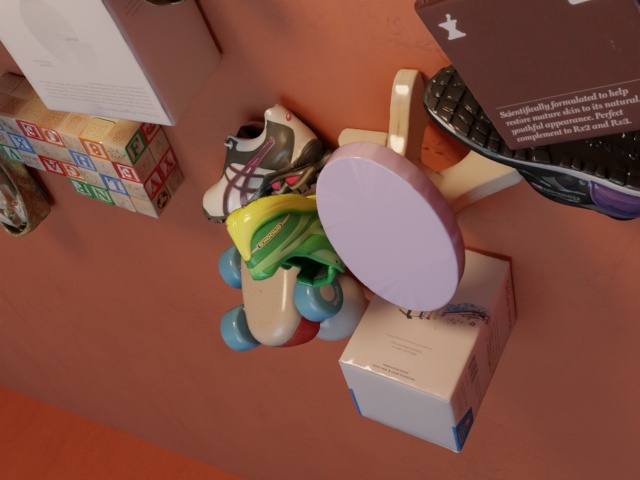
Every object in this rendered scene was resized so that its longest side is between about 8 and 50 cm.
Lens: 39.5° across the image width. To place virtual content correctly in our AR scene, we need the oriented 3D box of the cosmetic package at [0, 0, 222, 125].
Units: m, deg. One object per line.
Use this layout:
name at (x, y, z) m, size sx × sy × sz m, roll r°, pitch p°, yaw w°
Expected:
cosmetic package at (-0.279, -0.275, 1.104) m, size 0.224 × 0.138 × 0.225 m, roll 11°, pitch 145°, yaw 29°

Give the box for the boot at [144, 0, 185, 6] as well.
boot at (-0.221, -0.363, 0.893) m, size 0.112 × 0.115 × 0.305 m, roll -2°, pitch 148°, yaw 43°

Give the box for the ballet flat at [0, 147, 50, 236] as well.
ballet flat at (-0.606, -0.128, 1.649) m, size 0.123 × 0.123 × 0.349 m, roll 17°, pitch 149°, yaw 20°

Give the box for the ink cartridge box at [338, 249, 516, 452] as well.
ink cartridge box at (0.162, 0.144, 1.285) m, size 0.168 × 0.233 × 0.171 m, roll 16°, pitch 149°, yaw 26°

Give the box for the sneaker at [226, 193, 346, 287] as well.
sneaker at (0.000, 0.000, 1.192) m, size 0.109 × 0.295 × 0.124 m, roll -17°, pitch 83°, yaw 47°

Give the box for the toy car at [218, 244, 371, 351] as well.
toy car at (-0.006, 0.078, 1.431) m, size 0.238 × 0.210 × 0.219 m, roll 16°, pitch 149°, yaw -40°

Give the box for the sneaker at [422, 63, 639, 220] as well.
sneaker at (0.238, -0.092, 0.983) m, size 0.283 × 0.107 × 0.124 m, roll 24°, pitch 157°, yaw 8°

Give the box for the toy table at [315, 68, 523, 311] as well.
toy table at (0.109, -0.059, 1.086) m, size 0.252 × 0.161 × 0.274 m, roll 18°, pitch 148°, yaw 20°

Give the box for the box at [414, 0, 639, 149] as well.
box at (0.214, -0.209, 0.711) m, size 0.168 × 0.203 × 0.167 m, roll -4°, pitch 137°, yaw 46°

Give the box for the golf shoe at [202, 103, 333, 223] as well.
golf shoe at (-0.094, -0.109, 1.272) m, size 0.272 × 0.105 × 0.120 m, roll -21°, pitch 109°, yaw 47°

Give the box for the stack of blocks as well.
stack of blocks at (-0.386, -0.155, 1.440) m, size 0.297 × 0.087 × 0.171 m, roll 16°, pitch 149°, yaw 21°
